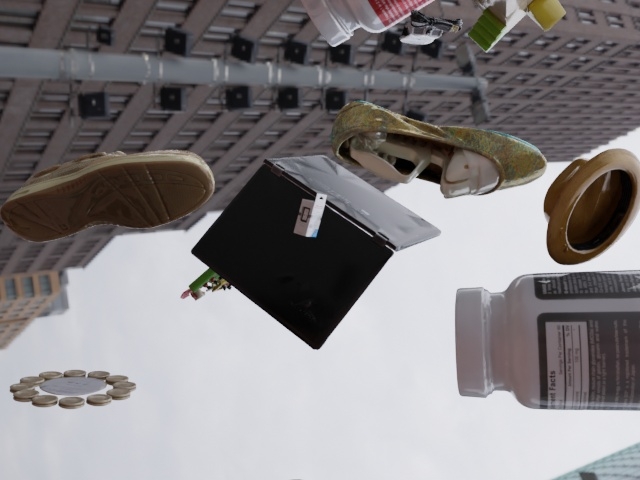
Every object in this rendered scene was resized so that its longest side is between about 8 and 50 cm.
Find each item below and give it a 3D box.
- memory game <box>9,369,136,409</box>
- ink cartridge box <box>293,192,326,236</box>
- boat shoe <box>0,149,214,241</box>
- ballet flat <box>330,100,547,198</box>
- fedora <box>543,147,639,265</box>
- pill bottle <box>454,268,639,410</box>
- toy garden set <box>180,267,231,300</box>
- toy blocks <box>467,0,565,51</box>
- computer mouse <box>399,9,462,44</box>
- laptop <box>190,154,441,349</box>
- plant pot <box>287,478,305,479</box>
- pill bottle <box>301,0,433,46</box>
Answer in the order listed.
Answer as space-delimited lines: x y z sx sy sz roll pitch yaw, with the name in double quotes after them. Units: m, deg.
-0.376 0.226 1.106 0.186 0.186 0.012 11 -82 55 "memory game"
-0.019 -0.050 1.362 0.028 0.048 0.083 18 -84 23 "ink cartridge box"
-0.318 -0.089 1.094 0.110 0.341 0.122 -84 161 -47 "boat shoe"
0.179 -0.128 1.159 0.348 0.123 0.123 18 -64 10 "ballet flat"
0.394 -0.058 1.084 0.079 0.194 0.194 49 -47 49 "fedora"
0.393 0.151 1.099 0.362 0.210 0.210 -2 -86 15 "pill bottle"
-0.243 0.094 1.818 0.203 0.244 0.049 -38 -95 31 "toy garden set"
0.371 -0.502 1.150 0.381 0.261 0.191 -44 -100 10 "toy blocks"
0.203 -0.422 1.427 0.193 0.106 0.042 -144 -122 -78 "computer mouse"
0.000 0.000 1.672 0.382 0.408 0.236 36 -65 22 "laptop"
-0.114 0.618 1.363 0.276 0.253 0.276 -2 -92 42 "plant pot"
0.159 -0.604 1.579 0.407 0.229 0.229 -28 -112 17 "pill bottle"
